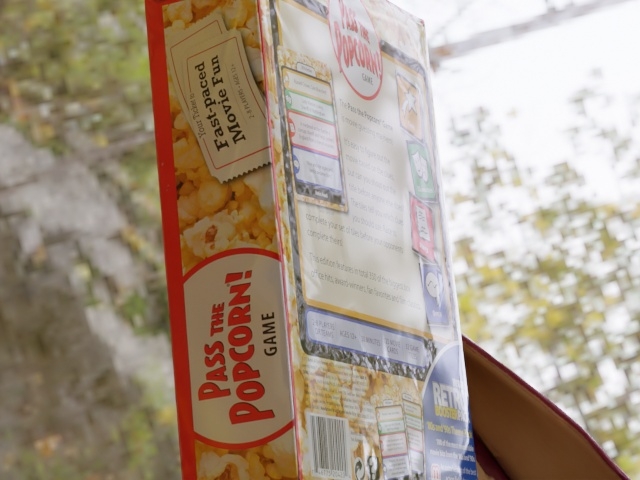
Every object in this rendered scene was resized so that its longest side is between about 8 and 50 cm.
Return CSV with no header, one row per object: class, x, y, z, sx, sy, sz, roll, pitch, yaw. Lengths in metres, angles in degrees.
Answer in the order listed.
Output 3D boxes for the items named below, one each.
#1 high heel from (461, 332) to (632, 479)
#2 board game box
high heel,0.062,0.098,0.757,0.377,0.127,0.181,10,-53,63
board game box,0.000,0.000,0.697,0.045,0.147,0.193,-12,-105,25
